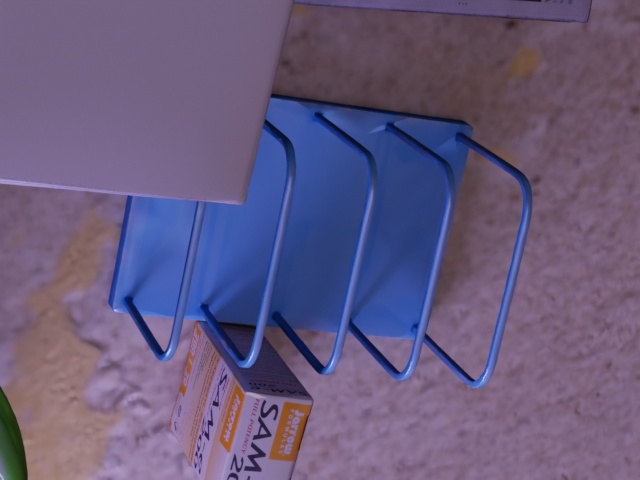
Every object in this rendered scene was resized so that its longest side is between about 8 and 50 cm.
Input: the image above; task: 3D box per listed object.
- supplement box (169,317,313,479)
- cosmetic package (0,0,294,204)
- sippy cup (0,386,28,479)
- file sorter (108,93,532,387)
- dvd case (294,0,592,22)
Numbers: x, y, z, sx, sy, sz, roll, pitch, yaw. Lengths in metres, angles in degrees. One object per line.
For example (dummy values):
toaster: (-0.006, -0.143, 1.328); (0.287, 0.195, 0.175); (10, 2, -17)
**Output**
supplement box: (-0.041, 0.085, 0.814); (0.036, 0.098, 0.062); (10, 104, -22)
cosmetic package: (-0.108, -0.155, 0.630); (0.138, 0.224, 0.224); (7, 106, -34)
sippy cup: (-0.292, 0.134, 0.690); (0.306, 0.240, 0.224); (12, 122, 22)
file sorter: (0.000, 0.000, 0.797); (0.170, 0.104, 0.118); (6, 105, -20)
dvd case: (0.029, -0.198, 0.782); (0.239, 0.029, 0.179); (1, 107, -20)
